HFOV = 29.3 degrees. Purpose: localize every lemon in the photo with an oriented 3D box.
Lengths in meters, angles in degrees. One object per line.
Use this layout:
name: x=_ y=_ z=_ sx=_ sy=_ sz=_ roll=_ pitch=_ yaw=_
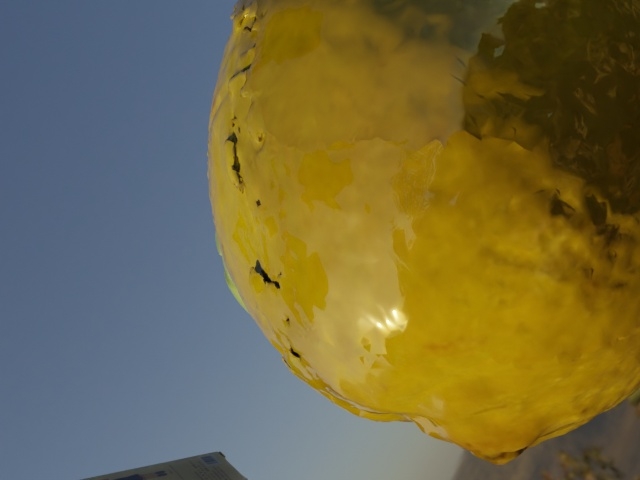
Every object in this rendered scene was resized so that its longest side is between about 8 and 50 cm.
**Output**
lemon: x=0.076 y=-0.042 z=0.653 sx=0.297 sy=0.297 sz=0.297 roll=-55 pitch=-12 yaw=-18

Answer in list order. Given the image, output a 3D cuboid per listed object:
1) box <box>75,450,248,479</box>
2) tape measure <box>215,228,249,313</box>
box: x=-0.125 y=0.177 z=0.836 sx=0.073 sy=0.149 sz=0.020 roll=-156 pitch=61 yaw=-64
tape measure: x=0.000 y=0.000 z=0.923 sx=0.154 sy=0.177 sz=0.087 roll=-47 pitch=19 yaw=8
